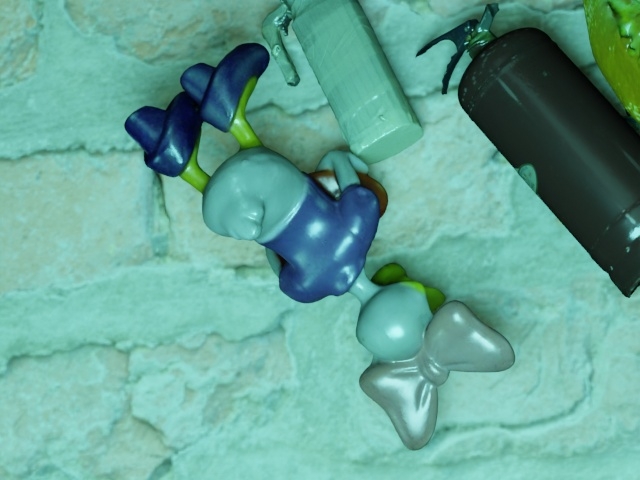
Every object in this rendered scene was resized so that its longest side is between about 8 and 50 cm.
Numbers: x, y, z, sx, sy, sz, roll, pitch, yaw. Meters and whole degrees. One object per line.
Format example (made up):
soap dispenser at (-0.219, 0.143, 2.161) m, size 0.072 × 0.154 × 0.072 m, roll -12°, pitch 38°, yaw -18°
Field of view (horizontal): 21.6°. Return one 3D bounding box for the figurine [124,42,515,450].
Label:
figurine at (-0.002, -0.004, 1.593) m, size 0.421 × 0.193 × 0.154 m, roll 43°, pitch 110°, yaw -2°

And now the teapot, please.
teapot at (0.016, -0.174, 1.706) m, size 0.107 × 0.077 × 0.200 m, roll -29°, pitch 74°, yaw 14°

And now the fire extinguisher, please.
fire extinguisher at (0.228, -0.100, 1.639) m, size 0.337 × 0.114 × 0.135 m, roll 52°, pitch 132°, yaw 16°

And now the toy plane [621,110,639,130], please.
toy plane at (0.328, -0.126, 1.665) m, size 0.080 × 0.033 × 0.083 m, roll -26°, pitch 86°, yaw -17°

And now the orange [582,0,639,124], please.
orange at (0.370, -0.218, 1.583) m, size 0.262 × 0.196 × 0.335 m, roll -9°, pitch 77°, yaw -33°
